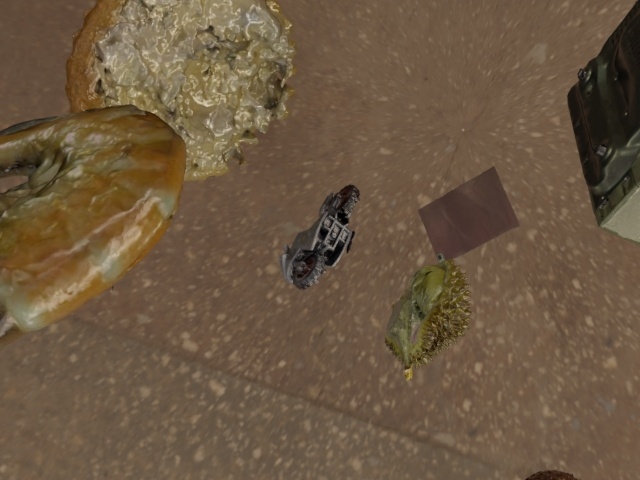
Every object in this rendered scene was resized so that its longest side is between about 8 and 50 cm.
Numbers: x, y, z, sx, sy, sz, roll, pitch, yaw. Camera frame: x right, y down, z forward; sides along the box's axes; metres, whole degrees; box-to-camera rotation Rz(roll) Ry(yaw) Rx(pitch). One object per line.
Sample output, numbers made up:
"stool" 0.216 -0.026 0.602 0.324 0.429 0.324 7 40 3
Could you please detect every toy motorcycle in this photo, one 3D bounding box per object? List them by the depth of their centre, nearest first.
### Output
"toy motorcycle" 0.000 0.000 1.618 0.080 0.122 0.215 39 61 -23

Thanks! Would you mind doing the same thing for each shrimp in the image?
"shrimp" -0.314 0.015 0.749 0.445 0.272 0.085 -36 134 -15

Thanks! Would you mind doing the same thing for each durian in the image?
"durian" 0.150 0.111 1.249 0.102 0.208 0.146 35 130 -6

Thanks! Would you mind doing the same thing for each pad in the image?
"pad" 0.255 -0.040 1.639 0.188 0.006 0.113 -31 75 43

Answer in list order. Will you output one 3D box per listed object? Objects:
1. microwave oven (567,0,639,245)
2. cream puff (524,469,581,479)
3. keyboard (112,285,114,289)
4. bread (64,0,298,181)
"microwave oven" 0.429 -0.177 0.933 0.218 0.286 0.355 21 130 -15
"cream puff" 0.305 0.358 1.169 0.149 0.084 0.149 2 60 -4
"keyboard" -0.517 0.032 1.546 0.381 0.041 0.103 28 97 -28
"bread" -0.166 -0.193 1.071 0.274 0.149 0.274 -15 122 -26
